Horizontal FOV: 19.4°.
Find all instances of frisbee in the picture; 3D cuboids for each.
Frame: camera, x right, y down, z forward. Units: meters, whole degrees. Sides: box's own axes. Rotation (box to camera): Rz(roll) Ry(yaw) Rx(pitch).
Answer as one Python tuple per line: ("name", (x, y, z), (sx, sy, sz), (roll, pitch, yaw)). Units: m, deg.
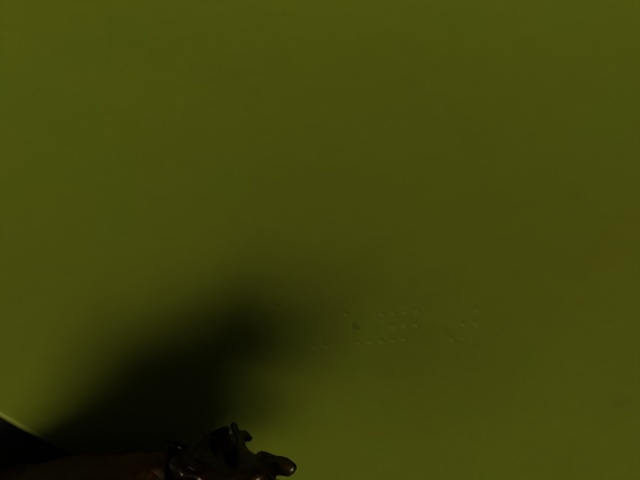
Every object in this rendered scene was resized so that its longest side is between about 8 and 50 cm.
("frisbee", (0.000, 0.000, 0.385), (0.236, 0.017, 0.236), (6, 142, 5))

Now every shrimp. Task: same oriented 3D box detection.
("shrimp", (-0.019, 0.080, 0.449), (0.124, 0.034, 0.178), (23, 156, -23))
